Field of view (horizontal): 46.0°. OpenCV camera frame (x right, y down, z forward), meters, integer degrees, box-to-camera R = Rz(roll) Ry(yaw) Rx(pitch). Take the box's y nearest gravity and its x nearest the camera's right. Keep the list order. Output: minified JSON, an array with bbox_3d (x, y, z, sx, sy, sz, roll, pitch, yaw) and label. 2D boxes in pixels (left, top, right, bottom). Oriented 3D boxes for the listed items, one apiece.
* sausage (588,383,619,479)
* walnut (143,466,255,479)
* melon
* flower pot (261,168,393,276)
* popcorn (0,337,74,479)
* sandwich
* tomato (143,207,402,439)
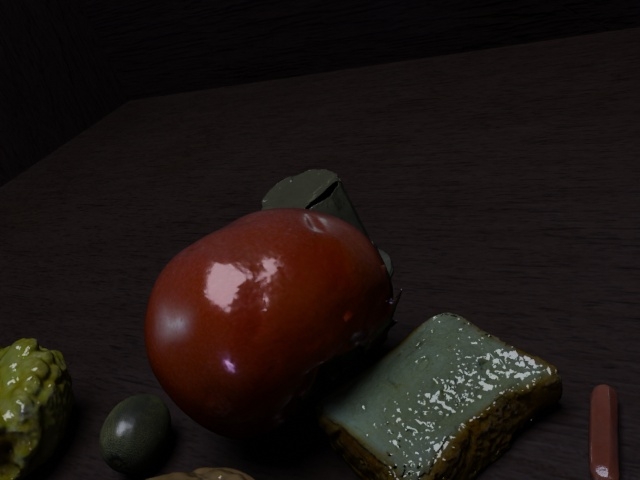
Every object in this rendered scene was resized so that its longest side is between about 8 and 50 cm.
[{"bbox_3d":[0.322,0.219,0.855,0.035,0.030,0.147,-8,31,24],"label":"sausage"},{"bbox_3d":[-0.137,0.341,0.809,0.244,0.198,0.198,-14,28,32],"label":"walnut"},{"bbox_3d":[-0.271,0.282,1.110,0.098,0.098,0.131,-14,27,17],"label":"melon"},{"bbox_3d":[0.000,0.000,1.307,0.212,0.203,0.212,-16,32,10],"label":"flower pot"},{"bbox_3d":[-0.514,0.290,1.203,0.225,0.174,0.286,8,40,33],"label":"popcorn"},{"bbox_3d":[0.140,0.206,0.954,0.251,0.087,0.226,-33,28,-19],"label":"sandwich"},{"bbox_3d":[-0.072,0.095,1.031,0.341,0.341,0.273,-37,72,-26],"label":"tomato"}]
